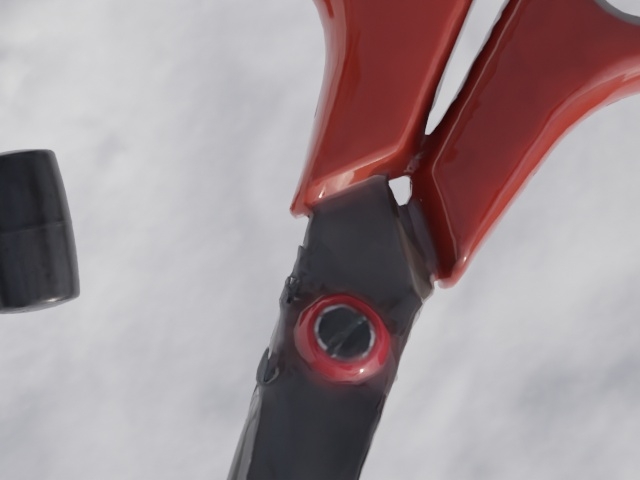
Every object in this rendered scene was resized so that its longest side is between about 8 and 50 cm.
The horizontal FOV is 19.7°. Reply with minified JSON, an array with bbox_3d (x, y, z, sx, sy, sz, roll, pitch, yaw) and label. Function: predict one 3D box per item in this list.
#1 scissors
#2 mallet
[{"bbox_3d":[0.000,0.000,0.327,0.109,0.021,0.297,34,62,3],"label":"scissors"},{"bbox_3d":[-0.184,-0.001,0.681,0.189,0.039,0.062,-2,87,-16],"label":"mallet"}]
